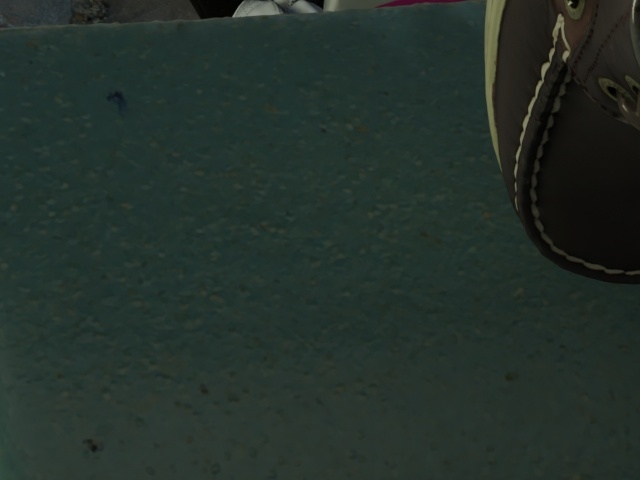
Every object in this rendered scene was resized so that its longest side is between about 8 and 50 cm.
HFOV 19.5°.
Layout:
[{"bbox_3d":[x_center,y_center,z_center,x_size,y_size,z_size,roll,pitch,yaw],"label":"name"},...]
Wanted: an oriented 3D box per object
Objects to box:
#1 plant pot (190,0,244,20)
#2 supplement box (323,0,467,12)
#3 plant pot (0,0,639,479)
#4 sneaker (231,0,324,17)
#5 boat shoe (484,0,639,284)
[{"bbox_3d":[-0.008,-0.230,1.343,0.167,0.187,0.188,85,-173,-51],"label":"plant pot"},{"bbox_3d":[0.068,-0.195,0.825,0.114,0.111,0.220,110,167,-63],"label":"supplement box"},{"bbox_3d":[-0.009,0.100,0.610,0.247,0.248,0.252,108,153,-56],"label":"plant pot"},{"bbox_3d":[-0.001,0.004,1.022,0.210,0.137,0.366,-56,39,40],"label":"sneaker"},{"bbox_3d":[0.100,-0.057,0.405,0.285,0.103,0.092,119,164,-57],"label":"boat shoe"}]
